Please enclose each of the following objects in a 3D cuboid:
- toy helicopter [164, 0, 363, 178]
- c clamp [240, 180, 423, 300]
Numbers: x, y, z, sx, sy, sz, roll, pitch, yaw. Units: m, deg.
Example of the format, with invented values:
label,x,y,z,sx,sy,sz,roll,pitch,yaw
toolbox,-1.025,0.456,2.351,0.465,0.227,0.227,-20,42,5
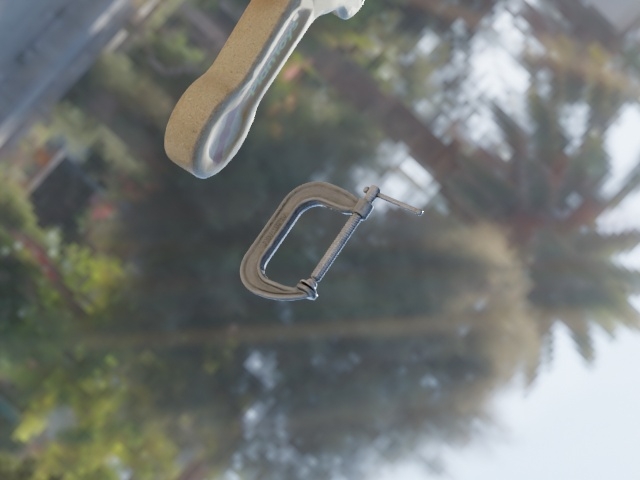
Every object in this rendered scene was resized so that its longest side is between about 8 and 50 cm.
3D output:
label,x,y,z,sx,sy,sz,roll,pitch,yaw
toy helicopter,-0.016,-0.209,1.506,0.355,0.140,0.235,-58,163,-5
c clamp,0.000,0.000,1.893,0.160,0.137,0.022,-51,146,-15
